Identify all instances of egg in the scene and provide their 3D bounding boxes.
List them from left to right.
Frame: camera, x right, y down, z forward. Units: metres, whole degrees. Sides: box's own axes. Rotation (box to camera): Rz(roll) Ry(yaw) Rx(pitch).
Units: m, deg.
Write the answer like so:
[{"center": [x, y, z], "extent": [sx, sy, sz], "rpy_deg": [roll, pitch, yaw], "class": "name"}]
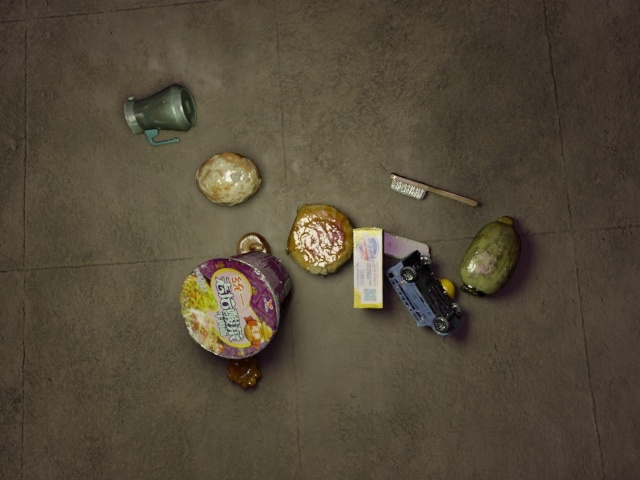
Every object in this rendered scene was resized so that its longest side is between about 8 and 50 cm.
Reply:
[{"center": [-0.328, -0.219, 1.917], "extent": [0.233, 0.195, 0.195], "rpy_deg": [3, 83, 14], "class": "egg"}]

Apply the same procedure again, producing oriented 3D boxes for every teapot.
[{"center": [-0.584, -0.458, 1.991], "extent": [0.225, 0.171, 0.203], "rpy_deg": [-8, 112, 10], "class": "teapot"}]

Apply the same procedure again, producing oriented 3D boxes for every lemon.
[{"center": [0.432, 0.166, 1.874], "extent": [0.065, 0.065, 0.092], "rpy_deg": [-38, 84, -1], "class": "lemon"}]

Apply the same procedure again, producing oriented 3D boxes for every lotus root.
[{"center": [0.581, 0.046, 1.838], "extent": [0.173, 0.173, 0.309], "rpy_deg": [28, 79, 7], "class": "lotus root"}]

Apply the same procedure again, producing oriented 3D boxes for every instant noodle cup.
[{"center": [-0.255, 0.183, 1.785], "extent": [0.339, 0.266, 0.340], "rpy_deg": [3, 104, 13], "class": "instant noodle cup"}]

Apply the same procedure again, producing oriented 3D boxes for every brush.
[{"center": [0.396, -0.163, 1.924], "extent": [0.327, 0.070, 0.065], "rpy_deg": [18, 102, 5], "class": "brush"}]

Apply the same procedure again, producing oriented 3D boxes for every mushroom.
[{"center": [-0.237, 0.032, 1.931], "extent": [0.109, 0.085, 0.126], "rpy_deg": [-29, 78, 28], "class": "mushroom"}]

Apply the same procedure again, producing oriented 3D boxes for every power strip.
[{"center": [0.277, 0.025, 1.920], "extent": [0.226, 0.029, 0.080], "rpy_deg": [18, 88, 6], "class": "power strip"}]

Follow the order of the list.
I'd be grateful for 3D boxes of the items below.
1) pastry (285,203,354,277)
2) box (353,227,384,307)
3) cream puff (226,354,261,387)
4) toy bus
[{"center": [0.004, -0.004, 1.902], "extent": [0.235, 0.121, 0.257], "rpy_deg": [17, 82, 2], "class": "pastry"}, {"center": [0.166, 0.089, 1.836], "extent": [0.097, 0.168, 0.265], "rpy_deg": [0, 89, 10], "class": "box"}, {"center": [-0.261, 0.451, 1.878], "extent": [0.122, 0.094, 0.116], "rpy_deg": [33, 82, 31], "class": "cream puff"}, {"center": [0.349, 0.189, 1.827], "extent": [0.125, 0.133, 0.292], "rpy_deg": [-31, 87, -44], "class": "toy bus"}]
